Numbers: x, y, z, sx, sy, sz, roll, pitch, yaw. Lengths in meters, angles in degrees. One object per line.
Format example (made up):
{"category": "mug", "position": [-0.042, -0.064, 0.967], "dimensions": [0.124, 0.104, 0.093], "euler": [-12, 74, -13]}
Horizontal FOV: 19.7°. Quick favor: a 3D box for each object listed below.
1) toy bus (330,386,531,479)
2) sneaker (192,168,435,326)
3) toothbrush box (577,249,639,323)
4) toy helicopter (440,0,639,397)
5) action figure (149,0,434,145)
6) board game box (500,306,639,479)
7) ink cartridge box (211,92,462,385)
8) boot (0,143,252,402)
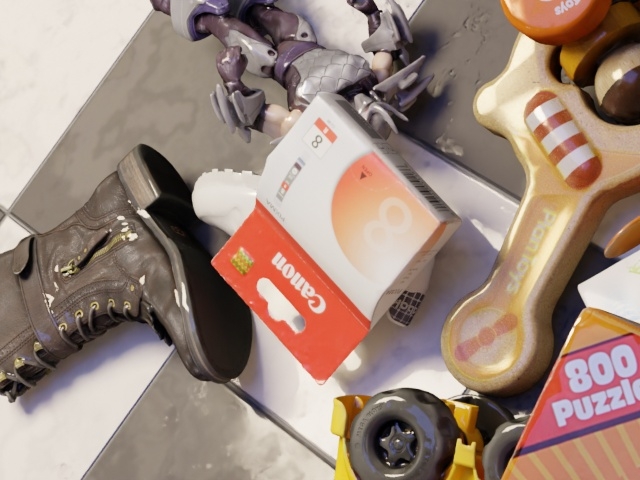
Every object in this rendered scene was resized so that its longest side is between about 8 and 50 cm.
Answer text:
{"category": "toy bus", "position": [0.110, 0.215, 1.277], "dimensions": [0.220, 0.149, 0.211], "euler": [8, 86, 29]}
{"category": "sneaker", "position": [-0.014, 0.001, 1.474], "dimensions": [0.235, 0.090, 0.095], "euler": [13, 90, 36]}
{"category": "toothbrush box", "position": [0.348, 0.061, 1.216], "dimensions": [0.283, 0.122, 0.206], "euler": [-31, 57, 16]}
{"category": "toy helicopter", "position": [0.205, -0.040, 1.363], "dimensions": [0.235, 0.140, 0.355], "euler": [27, 94, 26]}
{"category": "action figure", "position": [-0.031, -0.156, 1.516], "dimensions": [0.185, 0.099, 0.285], "euler": [-22, 46, -32]}
{"category": "board game box", "position": [0.254, 0.277, 0.946], "dimensions": [0.356, 0.356, 0.356], "euler": [25, 93, 20]}
{"category": "ink cartridge box", "position": [0.000, 0.000, 1.401], "dimensions": [0.145, 0.045, 0.179], "euler": [47, 110, 20]}
{"category": "boot", "position": [-0.187, 0.066, 1.548], "dimensions": [0.229, 0.091, 0.263], "euler": [-38, 51, 16]}
